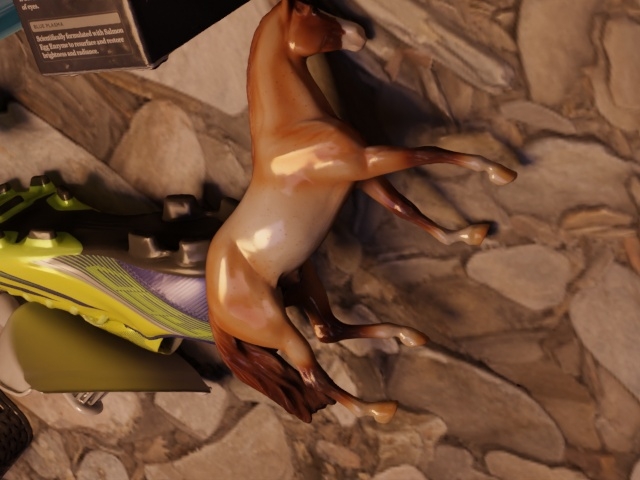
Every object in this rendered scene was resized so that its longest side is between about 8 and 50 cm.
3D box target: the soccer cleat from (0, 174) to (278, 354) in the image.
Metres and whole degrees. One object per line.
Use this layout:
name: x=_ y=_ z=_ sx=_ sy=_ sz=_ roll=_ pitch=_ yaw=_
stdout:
soccer cleat: x=-0.148 y=0.028 z=1.307 sx=0.289 sy=0.093 sz=0.121 roll=6 pitch=125 yaw=35

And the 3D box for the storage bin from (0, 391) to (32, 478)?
storage bin: x=-0.325 y=0.171 z=1.547 sx=0.122 sy=0.084 sz=0.180 roll=46 pitch=135 yaw=3

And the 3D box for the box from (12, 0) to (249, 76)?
box: x=-0.103 y=-0.195 z=1.076 sx=0.093 sy=0.156 sz=0.158 roll=0 pitch=118 yaw=39

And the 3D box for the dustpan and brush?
dustpan and brush: x=-0.189 y=0.072 z=1.371 sx=0.211 sy=0.147 sz=0.060 roll=45 pitch=123 yaw=45

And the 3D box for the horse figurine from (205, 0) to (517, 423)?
horse figurine: x=0.000 y=0.000 z=1.160 sx=0.174 sy=0.066 sz=0.263 roll=26 pitch=115 yaw=2

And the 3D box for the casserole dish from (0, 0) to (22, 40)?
casserole dish: x=-0.220 y=-0.178 z=1.189 sx=0.114 sy=0.188 sz=0.037 roll=63 pitch=169 yaw=-22
